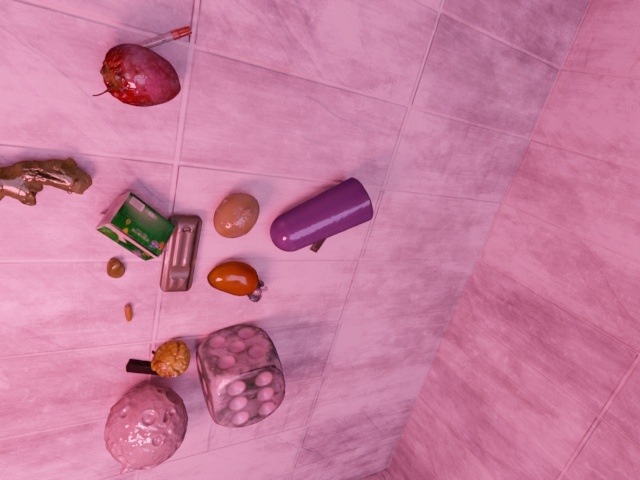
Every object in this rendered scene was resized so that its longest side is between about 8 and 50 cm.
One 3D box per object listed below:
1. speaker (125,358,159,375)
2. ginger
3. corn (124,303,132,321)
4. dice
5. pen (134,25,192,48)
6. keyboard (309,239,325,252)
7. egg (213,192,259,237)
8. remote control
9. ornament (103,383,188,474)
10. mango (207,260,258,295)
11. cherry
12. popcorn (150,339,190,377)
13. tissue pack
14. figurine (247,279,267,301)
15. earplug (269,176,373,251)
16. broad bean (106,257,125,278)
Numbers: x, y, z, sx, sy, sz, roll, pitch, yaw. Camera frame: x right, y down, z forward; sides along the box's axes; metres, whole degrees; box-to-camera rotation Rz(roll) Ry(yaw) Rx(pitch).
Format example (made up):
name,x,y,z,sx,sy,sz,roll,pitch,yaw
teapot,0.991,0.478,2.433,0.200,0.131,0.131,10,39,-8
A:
name,x,y,z,sx,sy,sz,roll,pitch,yaw
speaker,-0.753,0.562,1.793,0.191,0.040,0.046,23,104,-39
ginger,-0.878,-0.183,1.265,0.290,0.089,0.137,-20,107,-27
corn,-0.772,0.289,1.635,0.027,0.028,0.083,-11,125,-33
dice,-0.369,0.618,1.870,0.330,0.348,0.328,-14,121,-27
pen,-0.518,-0.624,1.277,0.239,0.028,0.028,-29,128,-16
keyboard,0.000,0.000,1.970,0.049,0.015,0.129,28,99,-45
egg,-0.330,-0.097,1.612,0.201,0.164,0.164,-46,131,-8
remote control,-0.553,0.056,1.616,0.128,0.065,0.335,1,115,-35
ornament,-0.731,0.785,1.743,0.337,0.337,0.337,-15,123,-25
mango,-0.371,0.161,1.756,0.221,0.120,0.151,22,104,-29
cherry,-0.538,-0.493,1.243,0.250,0.192,0.175,-5,81,-49
popcorn,-0.651,0.512,1.760,0.173,0.173,0.142,-46,147,-2
tissue pack,-0.663,-0.041,1.448,0.209,0.156,0.148,46,46,-38
figurine,-0.295,0.227,1.863,0.094,0.082,0.086,8,133,-44
earplug,-0.009,-0.096,1.796,0.456,0.215,0.215,-26,127,-13
broad bean,-0.768,0.107,1.526,0.063,0.045,0.083,-24,135,-33
